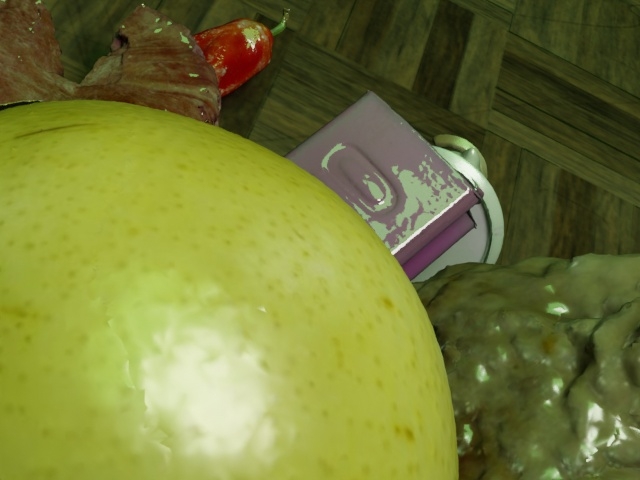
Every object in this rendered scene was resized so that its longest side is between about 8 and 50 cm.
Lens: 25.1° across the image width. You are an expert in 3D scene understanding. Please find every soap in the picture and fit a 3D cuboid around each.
[{"bbox_3d":[0.000,0.000,1.006,0.203,0.065,0.122,-39,70,-17],"label":"soap"}]

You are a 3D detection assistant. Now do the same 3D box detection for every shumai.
[{"bbox_3d":[0.184,0.089,0.948,0.267,0.262,0.314,-18,57,-45],"label":"shumai"}]

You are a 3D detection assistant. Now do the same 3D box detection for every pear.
[{"bbox_3d":[-0.104,0.098,0.683,0.348,0.348,0.348,18,39,-15],"label":"pear"}]

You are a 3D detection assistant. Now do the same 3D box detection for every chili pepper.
[{"bbox_3d":[-0.087,-0.146,1.202,0.059,0.050,0.191,45,52,13],"label":"chili pepper"}]

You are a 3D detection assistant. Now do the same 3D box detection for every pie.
[{"bbox_3d":[-0.179,-0.111,1.078,0.218,0.054,0.204,-2,52,-22],"label":"pie"}]

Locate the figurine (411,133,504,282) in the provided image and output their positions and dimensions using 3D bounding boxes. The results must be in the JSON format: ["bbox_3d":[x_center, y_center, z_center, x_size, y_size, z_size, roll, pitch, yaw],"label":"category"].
[{"bbox_3d":[0.092,-0.035,1.153,0.132,0.132,0.154,32,25,3],"label":"figurine"}]
